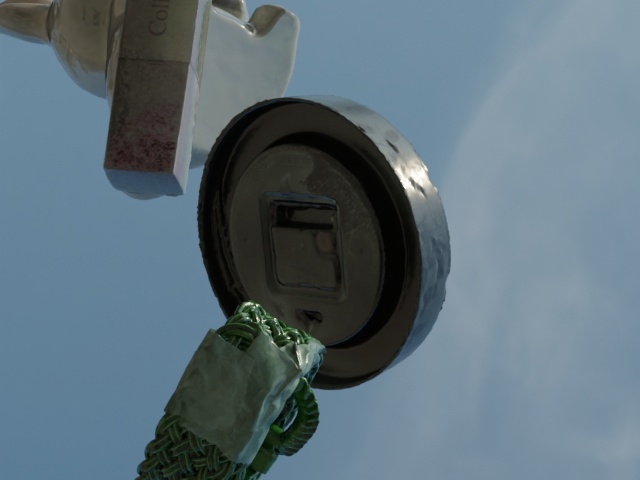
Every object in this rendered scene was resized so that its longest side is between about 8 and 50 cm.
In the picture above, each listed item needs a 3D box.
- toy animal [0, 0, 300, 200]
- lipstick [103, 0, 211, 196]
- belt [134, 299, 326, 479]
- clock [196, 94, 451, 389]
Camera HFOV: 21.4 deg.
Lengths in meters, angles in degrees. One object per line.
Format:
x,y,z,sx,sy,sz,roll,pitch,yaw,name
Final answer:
-0.203,-0.192,1.776,0.367,0.196,0.241,32,-86,49,toy animal
-0.130,-0.199,1.458,0.066,0.068,0.317,5,-105,4,lipstick
-0.047,0.113,1.044,0.079,0.121,0.151,30,-65,10,belt
0.000,0.000,1.222,0.215,0.042,0.215,13,-69,39,clock
